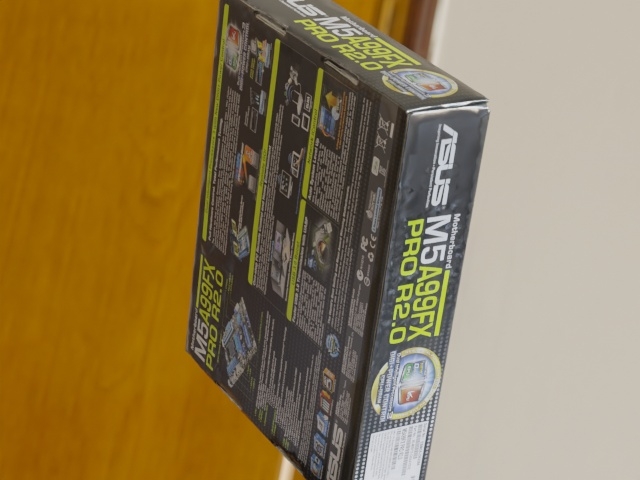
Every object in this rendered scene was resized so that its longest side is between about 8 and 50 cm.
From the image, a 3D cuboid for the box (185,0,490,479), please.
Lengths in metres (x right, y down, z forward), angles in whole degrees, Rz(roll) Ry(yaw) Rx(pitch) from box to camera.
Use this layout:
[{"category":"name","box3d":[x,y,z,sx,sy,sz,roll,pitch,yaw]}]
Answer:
[{"category":"box","box3d":[0.000,0.000,1.032,0.060,0.270,0.216,-9,30,-30]}]
